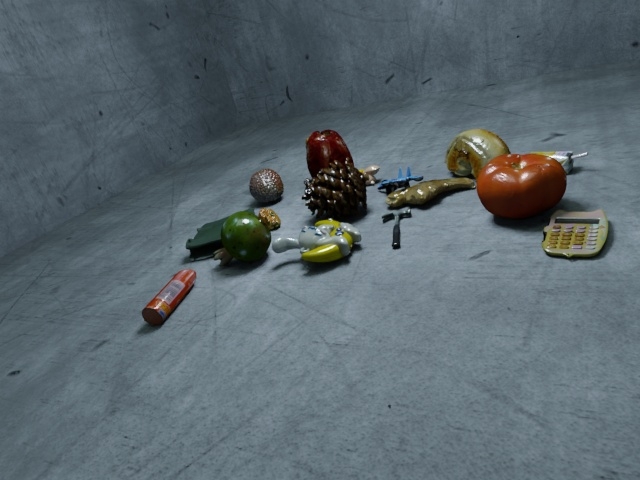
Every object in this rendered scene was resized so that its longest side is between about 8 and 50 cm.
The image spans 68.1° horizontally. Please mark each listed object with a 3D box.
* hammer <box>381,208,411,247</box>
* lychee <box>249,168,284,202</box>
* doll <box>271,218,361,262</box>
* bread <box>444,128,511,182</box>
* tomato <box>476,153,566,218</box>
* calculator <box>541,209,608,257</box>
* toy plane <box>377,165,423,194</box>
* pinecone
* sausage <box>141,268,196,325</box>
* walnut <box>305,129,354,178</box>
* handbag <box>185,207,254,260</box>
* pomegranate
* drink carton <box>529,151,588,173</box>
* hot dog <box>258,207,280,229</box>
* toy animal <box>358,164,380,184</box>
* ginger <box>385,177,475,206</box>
[{"bbox_3d":[0.253,-0.040,1.609,0.103,0.029,0.246,-7,28,17],"label":"hammer"},{"bbox_3d":[-0.258,-0.256,2.189,0.197,0.165,0.165,34,49,24],"label":"lychee"},{"bbox_3d":[0.000,0.000,1.573,0.252,0.111,0.237,19,42,37],"label":"doll"},{"bbox_3d":[0.608,-0.338,1.823,0.171,0.192,0.314,-24,26,-15],"label":"bread"},{"bbox_3d":[0.623,-0.166,1.473,0.260,0.179,0.259,-14,27,7],"label":"tomato"},{"bbox_3d":[0.696,-0.017,1.299,0.157,0.033,0.236,4,34,34],"label":"calculator"},{"bbox_3d":[0.291,-0.222,1.875,0.169,0.078,0.246,-14,-6,-25],"label":"toy plane"},{"bbox_3d":[0.064,-0.187,1.811,0.273,0.224,0.224,-28,22,15],"label":"pinecone"},{"bbox_3d":[-0.480,0.168,1.548,0.074,0.074,0.274,-7,27,18],"label":"sausage"},{"bbox_3d":[0.026,-0.381,2.167,0.222,0.268,0.244,-29,31,-26],"label":"walnut"},{"bbox_3d":[-0.388,-0.026,1.891,0.260,0.079,0.247,-12,25,10],"label":"handbag"},{"bbox_3d":[-0.284,0.006,1.677,0.225,0.187,0.187,-41,19,17],"label":"pomegranate"},{"bbox_3d":[0.853,-0.283,1.705,0.200,0.074,0.084,10,36,41],"label":"drink carton"},{"bbox_3d":[-0.212,-0.095,1.959,0.072,0.055,0.188,-24,27,-13],"label":"hot dog"},{"bbox_3d":[0.218,-0.281,2.085,0.114,0.081,0.091,-18,-11,28],"label":"toy animal"},{"bbox_3d":[0.412,-0.187,1.770,0.334,0.081,0.148,-17,4,-8],"label":"ginger"}]
